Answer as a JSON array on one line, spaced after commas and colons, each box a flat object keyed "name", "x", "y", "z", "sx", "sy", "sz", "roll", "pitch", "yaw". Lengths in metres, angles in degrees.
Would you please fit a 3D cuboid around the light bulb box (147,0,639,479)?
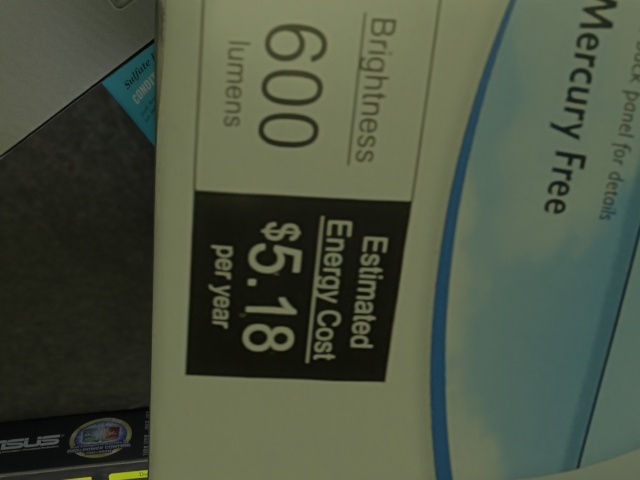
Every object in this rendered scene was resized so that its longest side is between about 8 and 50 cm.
[{"name": "light bulb box", "x": 0.111, "y": 0.009, "z": 0.532, "sx": 0.361, "sy": 0.225, "sz": 0.358, "roll": 1, "pitch": 122, "yaw": -6}]

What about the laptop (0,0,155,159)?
[{"name": "laptop", "x": -0.049, "y": -0.271, "z": 0.481, "sx": 0.408, "sy": 0.236, "sz": 0.382, "roll": -40, "pitch": 121, "yaw": -15}]

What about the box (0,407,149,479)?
[{"name": "box", "x": -0.092, "y": 0.219, "z": 0.912, "sx": 0.270, "sy": 0.060, "sz": 0.216, "roll": -6, "pitch": 119, "yaw": -1}]

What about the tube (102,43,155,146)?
[{"name": "tube", "x": -0.081, "y": -0.086, "z": 0.706, "sx": 0.080, "sy": 0.052, "sz": 0.207, "roll": -41, "pitch": 77, "yaw": 13}]
